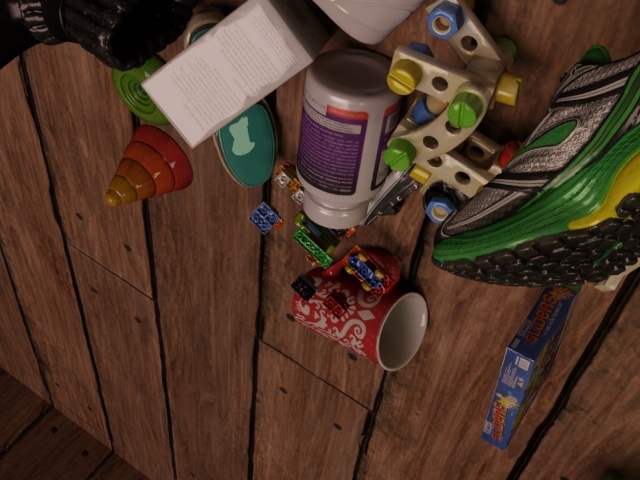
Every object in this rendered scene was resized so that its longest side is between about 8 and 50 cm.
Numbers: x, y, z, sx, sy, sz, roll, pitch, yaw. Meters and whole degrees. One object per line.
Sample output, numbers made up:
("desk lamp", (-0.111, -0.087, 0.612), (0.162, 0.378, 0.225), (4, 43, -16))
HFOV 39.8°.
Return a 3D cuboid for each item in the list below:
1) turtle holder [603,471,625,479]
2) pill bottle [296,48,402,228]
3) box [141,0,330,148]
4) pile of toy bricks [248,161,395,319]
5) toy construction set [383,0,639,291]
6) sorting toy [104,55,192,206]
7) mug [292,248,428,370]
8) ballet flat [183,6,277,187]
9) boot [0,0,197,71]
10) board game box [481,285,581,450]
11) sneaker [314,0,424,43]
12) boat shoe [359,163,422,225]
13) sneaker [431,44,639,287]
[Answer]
("turtle holder", (0.384, 0.472, 1.108), (0.243, 0.320, 0.227), (24, 108, 0))
("pill bottle", (0.028, -0.110, 1.010), (0.108, 0.108, 0.193), (28, 136, 21))
("box", (-0.089, -0.199, 0.973), (0.170, 0.130, 0.091), (-32, 106, 22))
("pile of toy bricks", (0.000, 0.000, 1.187), (0.212, 0.105, 0.118), (45, 107, -1))
("toy construction set", (0.198, -0.074, 0.875), (0.328, 0.151, 0.215), (43, 141, 11))
("sorting toy", (-0.279, -0.174, 1.264), (0.127, 0.126, 0.365), (29, 145, 20))
("mug", (0.058, 0.087, 1.253), (0.169, 0.150, 0.113), (18, 176, 39))
("ballet flat", (-0.115, -0.185, 1.136), (0.086, 0.086, 0.248), (17, 137, 34))
("boot", (-0.332, -0.254, 1.063), (0.260, 0.348, 0.131), (35, 180, 16))
("board game box", (0.252, 0.148, 1.063), (0.035, 0.136, 0.201), (27, 143, 21))
("sneaker", (0.002, -0.323, 0.812), (0.292, 0.108, 0.169), (34, 148, -19))
("boat shoe", (0.085, -0.052, 1.093), (0.040, 0.049, 0.142), (41, 145, 2))
("sneaker", (0.217, -0.059, 0.703), (0.134, 0.146, 0.343), (12, 150, -34))
